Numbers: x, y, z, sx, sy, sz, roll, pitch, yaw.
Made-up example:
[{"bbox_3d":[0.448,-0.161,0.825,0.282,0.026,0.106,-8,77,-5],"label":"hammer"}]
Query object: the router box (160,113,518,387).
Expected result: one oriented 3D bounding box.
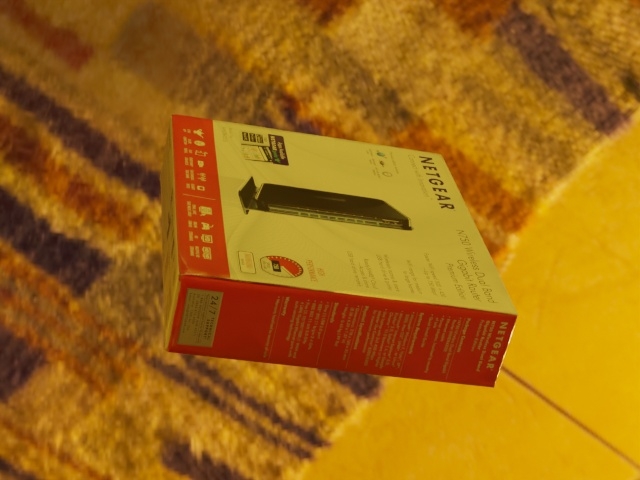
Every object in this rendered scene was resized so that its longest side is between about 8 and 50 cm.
[{"bbox_3d":[0.000,0.000,1.234,0.301,0.335,0.082,7,118,-12],"label":"router box"}]
